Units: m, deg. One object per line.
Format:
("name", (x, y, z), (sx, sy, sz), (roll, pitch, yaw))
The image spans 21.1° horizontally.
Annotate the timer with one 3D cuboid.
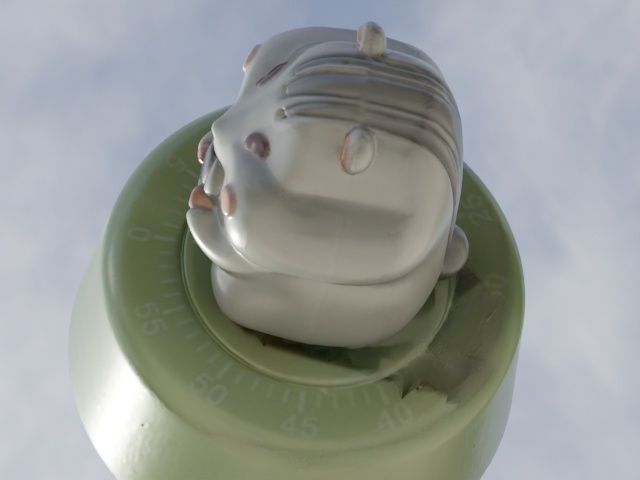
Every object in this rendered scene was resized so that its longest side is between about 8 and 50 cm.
("timer", (0.000, 0.000, 0.991), (0.291, 0.290, 0.315), (-19, -26, -18))
